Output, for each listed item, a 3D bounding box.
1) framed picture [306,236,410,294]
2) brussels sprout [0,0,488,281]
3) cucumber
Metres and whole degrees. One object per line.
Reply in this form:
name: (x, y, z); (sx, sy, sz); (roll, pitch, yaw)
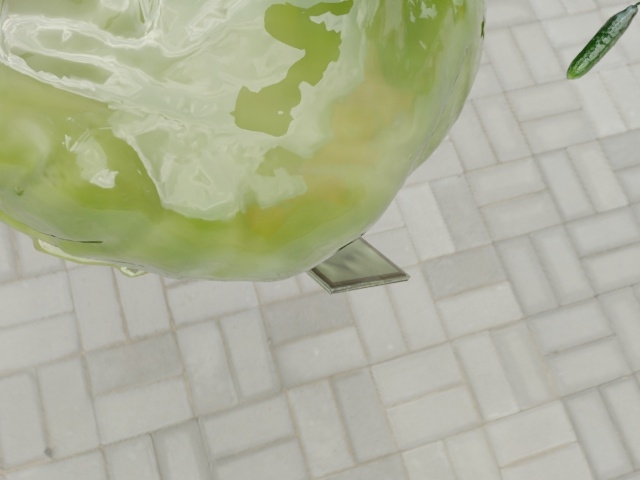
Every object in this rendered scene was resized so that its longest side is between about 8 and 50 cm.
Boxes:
framed picture: (0.000, 0.000, 1.065); (0.173, 0.010, 0.231); (-5, 36, -45)
brussels sprout: (-0.062, -0.177, 0.529); (0.361, 0.342, 0.425); (7, 80, -25)
cucumber: (0.450, -0.317, 1.163); (0.037, 0.155, 0.037); (30, 29, -19)
